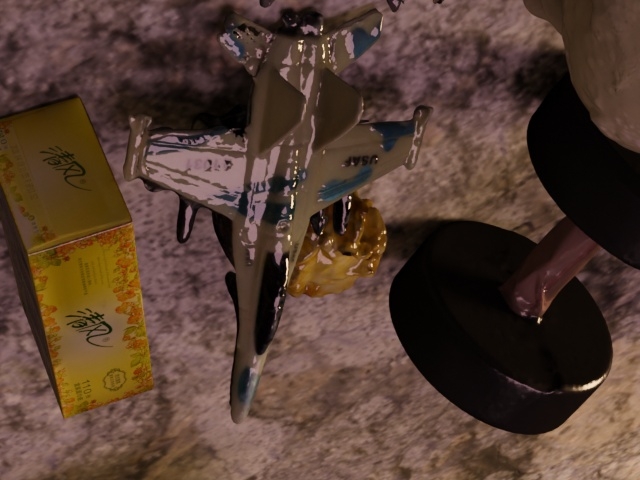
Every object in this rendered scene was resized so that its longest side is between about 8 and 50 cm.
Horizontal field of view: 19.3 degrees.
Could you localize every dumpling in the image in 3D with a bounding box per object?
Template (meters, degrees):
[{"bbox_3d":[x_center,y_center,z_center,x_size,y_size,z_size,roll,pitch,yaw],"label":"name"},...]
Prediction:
[{"bbox_3d":[0.200,-0.109,1.026,0.147,0.258,0.193,-48,172,-21],"label":"dumpling"}]

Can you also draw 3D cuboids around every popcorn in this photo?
[{"bbox_3d":[0.000,0.000,1.184,0.082,0.057,0.083,-22,152,7],"label":"popcorn"}]

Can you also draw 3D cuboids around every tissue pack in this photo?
[{"bbox_3d":[-0.141,0.013,1.070,0.062,0.095,0.176,-19,147,-12],"label":"tissue pack"}]

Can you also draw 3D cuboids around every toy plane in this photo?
[{"bbox_3d":[-0.034,-0.014,1.099,0.192,0.088,0.262,-3,127,-28],"label":"toy plane"}]

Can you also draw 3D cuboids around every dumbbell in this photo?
[{"bbox_3d":[0.161,0.005,1.213,0.152,0.152,0.218,5,136,-39],"label":"dumbbell"}]

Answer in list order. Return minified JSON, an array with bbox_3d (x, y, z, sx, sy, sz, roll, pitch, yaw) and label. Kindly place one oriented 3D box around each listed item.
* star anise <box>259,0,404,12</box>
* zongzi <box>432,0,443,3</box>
[{"bbox_3d":[0.025,-0.177,0.903,0.181,0.061,0.204,16,146,10],"label":"star anise"},{"bbox_3d":[0.060,-0.221,0.920,0.178,0.081,0.189,26,140,-26],"label":"zongzi"}]
